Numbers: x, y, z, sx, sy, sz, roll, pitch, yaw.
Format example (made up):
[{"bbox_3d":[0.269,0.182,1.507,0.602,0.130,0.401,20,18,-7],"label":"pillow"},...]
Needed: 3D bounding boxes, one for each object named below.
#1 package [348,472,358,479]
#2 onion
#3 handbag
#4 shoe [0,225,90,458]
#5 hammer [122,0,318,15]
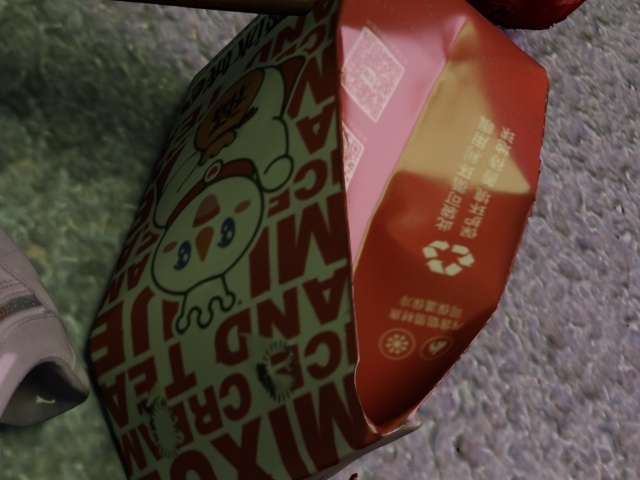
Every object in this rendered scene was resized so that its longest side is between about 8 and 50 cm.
[{"bbox_3d":[0.100,0.303,0.530,0.423,0.123,0.196,45,42,-10],"label":"package"},{"bbox_3d":[0.153,-0.220,0.973,0.131,0.131,0.131,25,46,-30],"label":"onion"},{"bbox_3d":[0.000,0.000,0.622,0.151,0.171,0.298,37,40,-20],"label":"handbag"},{"bbox_3d":[-0.180,0.048,0.463,0.137,0.095,0.245,49,30,-1],"label":"shoe"},{"bbox_3d":[-0.177,-0.128,0.534,0.409,0.095,0.242,0,59,-28],"label":"hammer"}]
